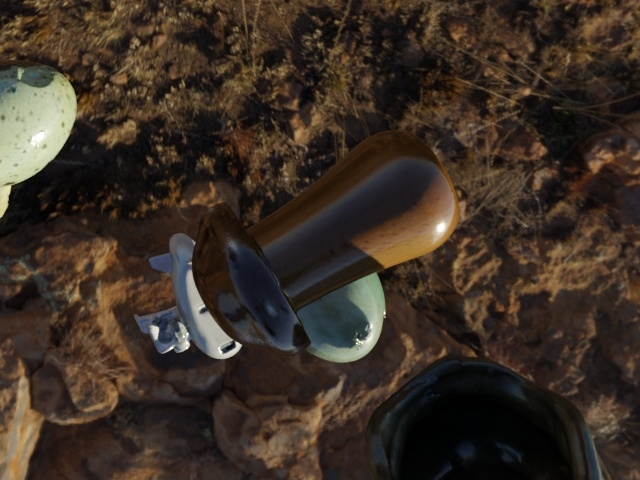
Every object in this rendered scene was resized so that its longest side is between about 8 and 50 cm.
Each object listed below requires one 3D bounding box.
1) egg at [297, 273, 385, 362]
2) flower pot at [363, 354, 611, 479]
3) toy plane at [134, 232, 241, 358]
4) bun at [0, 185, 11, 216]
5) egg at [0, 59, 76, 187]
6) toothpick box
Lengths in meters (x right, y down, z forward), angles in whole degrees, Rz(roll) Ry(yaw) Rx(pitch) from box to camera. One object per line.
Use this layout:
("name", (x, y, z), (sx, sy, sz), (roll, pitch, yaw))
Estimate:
("egg", (0.004, 0.076, 0.880), (0.169, 0.169, 0.236), (-35, 90, 6))
("flower pot", (0.215, 0.298, 0.723), (0.302, 0.301, 0.213), (-20, 126, -4))
("toy plane", (-0.216, 0.103, 1.054), (0.252, 0.118, 0.252), (-2, 97, -20))
("bun", (-0.508, -0.076, 0.830), (0.115, 0.069, 0.115), (-9, 127, -12))
("egg", (-0.225, -0.083, 0.399), (0.110, 0.085, 0.085), (-33, 123, 1))
("toothpick box", (0.000, 0.000, 0.656), (0.294, 0.192, 0.192), (-31, 123, -9))
